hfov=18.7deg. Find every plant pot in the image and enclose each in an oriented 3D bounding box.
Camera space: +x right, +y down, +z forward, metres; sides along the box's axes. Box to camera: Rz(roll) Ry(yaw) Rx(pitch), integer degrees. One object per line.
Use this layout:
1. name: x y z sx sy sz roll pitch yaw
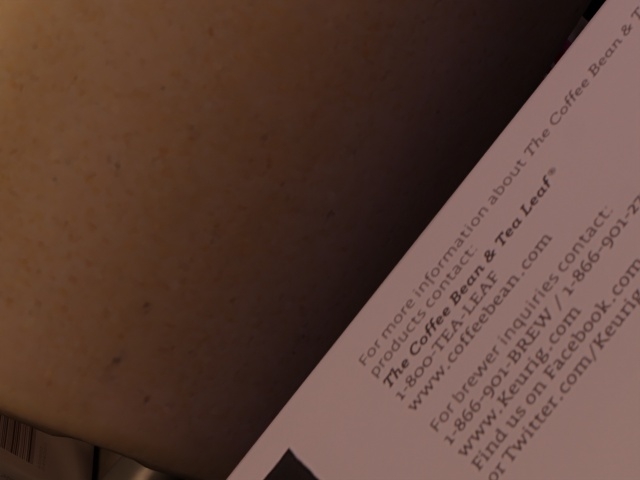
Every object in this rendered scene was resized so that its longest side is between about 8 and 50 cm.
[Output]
1. plant pot: -0.051 -0.088 0.731 0.334 0.334 0.305 27 93 47

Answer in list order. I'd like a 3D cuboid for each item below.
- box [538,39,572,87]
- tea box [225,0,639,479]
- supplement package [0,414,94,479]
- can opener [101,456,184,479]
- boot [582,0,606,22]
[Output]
1. box: 0.000 0.000 0.935 0.300 0.142 0.154 -2 62 40
2. tea box: 0.148 0.146 0.581 0.329 0.323 0.220 -52 42 2
3. supplement package: -0.259 0.100 1.097 0.244 0.139 0.134 -22 50 30
4. can opener: -0.125 0.202 0.958 0.074 0.093 0.280 33 92 46
5. boot: 0.274 -0.148 0.836 0.338 0.118 0.222 25 78 35
